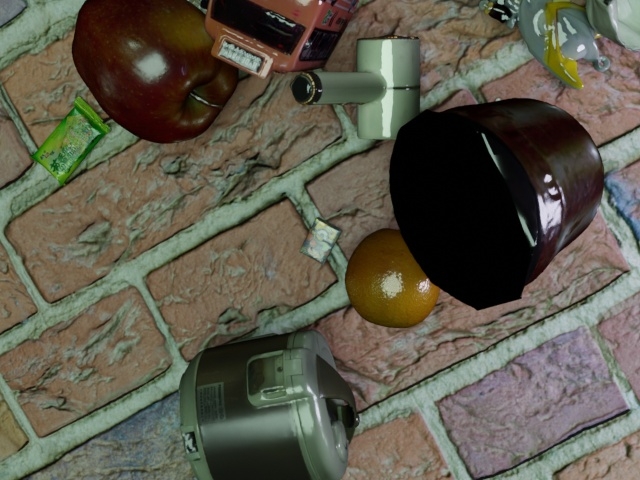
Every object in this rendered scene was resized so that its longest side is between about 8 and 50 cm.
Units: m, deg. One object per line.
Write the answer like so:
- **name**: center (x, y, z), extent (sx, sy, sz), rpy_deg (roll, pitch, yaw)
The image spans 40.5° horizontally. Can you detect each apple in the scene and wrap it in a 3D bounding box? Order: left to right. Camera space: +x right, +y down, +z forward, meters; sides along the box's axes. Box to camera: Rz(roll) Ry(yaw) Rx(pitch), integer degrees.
- **apple**: center (-0.320, -0.346, 1.684), extent (0.317, 0.288, 0.288), rpy_deg (46, 102, 14)

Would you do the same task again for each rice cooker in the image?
- **rice cooker**: center (-0.092, 0.344, 1.757), extent (0.325, 0.335, 0.335), rpy_deg (-11, 98, 10)

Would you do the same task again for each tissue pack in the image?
- **tissue pack**: center (0.000, 0.000, 1.828), extent (0.063, 0.035, 0.083), rpy_deg (29, 104, 1)

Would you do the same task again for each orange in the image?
- **orange**: center (0.146, 0.076, 1.748), extent (0.206, 0.206, 0.206), rpy_deg (1, 100, 7)

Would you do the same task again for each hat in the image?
- **hat**: center (0.550, -0.512, 1.632), extent (0.258, 0.168, 0.301), rpy_deg (-32, 70, -14)

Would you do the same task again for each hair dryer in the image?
- **hair dryer**: center (0.062, -0.283, 1.621), extent (0.128, 0.362, 0.203), rpy_deg (8, 103, 37)

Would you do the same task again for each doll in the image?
- **doll**: center (0.429, -0.430, 1.673), extent (0.316, 0.145, 0.103), rpy_deg (36, 139, 6)

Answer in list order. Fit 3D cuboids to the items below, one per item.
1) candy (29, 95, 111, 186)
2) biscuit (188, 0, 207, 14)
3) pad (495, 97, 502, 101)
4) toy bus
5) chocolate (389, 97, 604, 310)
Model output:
- **candy**: center (-0.537, -0.210, 1.857), extent (0.102, 0.032, 0.178), rpy_deg (43, 102, -2)
- **biscuit**: center (-0.222, -0.493, 1.777), extent (0.152, 0.020, 0.152), rpy_deg (1, 100, 5)
- **pad**: center (0.407, -0.193, 1.761), extent (0.188, 0.006, 0.113), rpy_deg (33, 101, 0)
- **toy bus**: center (-0.063, -0.424, 1.566), extent (0.203, 0.427, 0.233), rpy_deg (26, 105, 3)
- **chocolate**: center (0.355, -0.095, 1.598), extent (0.331, 0.383, 0.384), rpy_deg (-21, 98, -26)
